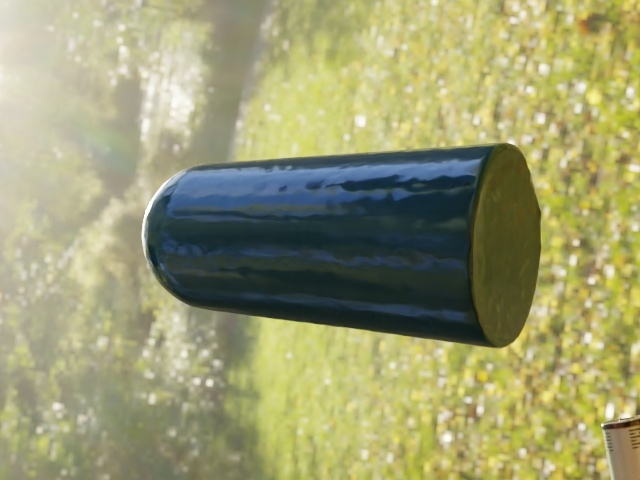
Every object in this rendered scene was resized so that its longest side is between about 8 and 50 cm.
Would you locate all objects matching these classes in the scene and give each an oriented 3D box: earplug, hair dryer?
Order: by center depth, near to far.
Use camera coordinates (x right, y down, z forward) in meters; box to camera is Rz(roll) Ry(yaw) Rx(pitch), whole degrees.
[{"bbox_3d":[0.000,0.000,0.922,0.132,0.273,0.132,-6,-83,-62],"label":"earplug"},{"bbox_3d":[0.300,0.220,1.152,0.183,0.044,0.154,0,-100,-58],"label":"hair dryer"}]
